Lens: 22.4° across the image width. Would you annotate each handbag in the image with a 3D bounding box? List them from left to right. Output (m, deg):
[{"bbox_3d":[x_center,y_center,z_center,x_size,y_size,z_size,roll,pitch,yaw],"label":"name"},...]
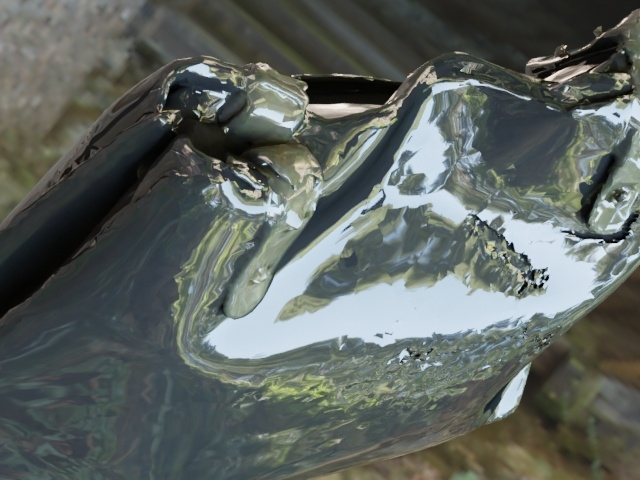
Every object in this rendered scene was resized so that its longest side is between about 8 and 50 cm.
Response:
[{"bbox_3d":[0.000,0.000,0.641,0.342,0.152,0.288,-12,162,-32],"label":"handbag"}]
